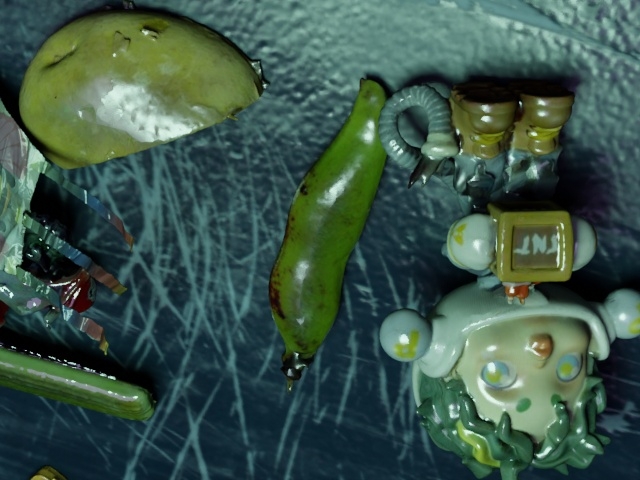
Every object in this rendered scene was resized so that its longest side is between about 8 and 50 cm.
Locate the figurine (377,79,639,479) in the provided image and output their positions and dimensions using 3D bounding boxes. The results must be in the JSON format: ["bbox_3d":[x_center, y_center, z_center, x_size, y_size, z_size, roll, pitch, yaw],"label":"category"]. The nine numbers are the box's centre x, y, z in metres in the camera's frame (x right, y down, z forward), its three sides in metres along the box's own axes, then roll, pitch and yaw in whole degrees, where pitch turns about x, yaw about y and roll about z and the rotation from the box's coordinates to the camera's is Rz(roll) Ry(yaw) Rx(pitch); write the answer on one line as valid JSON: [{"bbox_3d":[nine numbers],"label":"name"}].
[{"bbox_3d":[0.184,0.049,1.465,0.261,0.186,0.382,0,108,0],"label":"figurine"}]

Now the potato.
[{"bbox_3d":[-0.189,-0.153,1.500,0.243,0.098,0.138,-18,107,17],"label":"potato"}]

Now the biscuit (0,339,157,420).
[{"bbox_3d":[-0.331,0.134,1.658,0.322,0.099,0.038,15,71,4],"label":"biscuit"}]

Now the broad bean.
[{"bbox_3d":[0.000,0.000,1.544,0.077,0.061,0.339,15,116,-3],"label":"broad bean"}]

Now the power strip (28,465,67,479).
[{"bbox_3d":[-0.344,0.318,1.772,0.049,0.028,0.178,43,114,-8],"label":"power strip"}]

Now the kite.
[{"bbox_3d":[-0.294,-0.026,1.513,0.360,0.022,0.204,37,116,36],"label":"kite"}]

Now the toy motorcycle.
[{"bbox_3d":[-0.313,0.045,1.621,0.213,0.082,0.122,-29,115,36],"label":"toy motorcycle"}]
